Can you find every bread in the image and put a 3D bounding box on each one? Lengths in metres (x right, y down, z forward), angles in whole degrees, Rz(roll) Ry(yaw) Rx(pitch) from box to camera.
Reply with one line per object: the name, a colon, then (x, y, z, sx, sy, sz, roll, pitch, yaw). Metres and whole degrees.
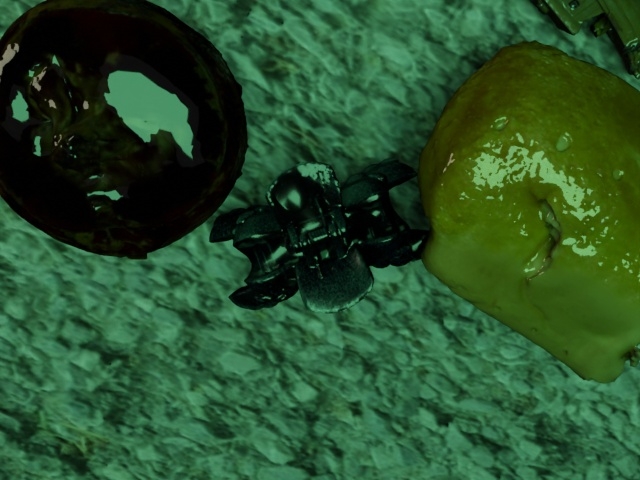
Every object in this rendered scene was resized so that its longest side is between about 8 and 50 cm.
bread: (0.318, -0.060, 1.037, 0.394, 0.250, 0.361, 34, 68, -12)

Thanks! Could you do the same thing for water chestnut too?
water chestnut: (-0.258, -0.135, 0.999, 0.350, 0.302, 0.350, 0, 102, -2)

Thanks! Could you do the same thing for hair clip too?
hair clip: (0.003, -0.001, 1.097, 0.310, 0.206, 0.194, -20, 88, 3)

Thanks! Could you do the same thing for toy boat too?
toy boat: (0.352, -0.348, 1.093, 0.121, 0.089, 0.321, -40, 107, 14)
